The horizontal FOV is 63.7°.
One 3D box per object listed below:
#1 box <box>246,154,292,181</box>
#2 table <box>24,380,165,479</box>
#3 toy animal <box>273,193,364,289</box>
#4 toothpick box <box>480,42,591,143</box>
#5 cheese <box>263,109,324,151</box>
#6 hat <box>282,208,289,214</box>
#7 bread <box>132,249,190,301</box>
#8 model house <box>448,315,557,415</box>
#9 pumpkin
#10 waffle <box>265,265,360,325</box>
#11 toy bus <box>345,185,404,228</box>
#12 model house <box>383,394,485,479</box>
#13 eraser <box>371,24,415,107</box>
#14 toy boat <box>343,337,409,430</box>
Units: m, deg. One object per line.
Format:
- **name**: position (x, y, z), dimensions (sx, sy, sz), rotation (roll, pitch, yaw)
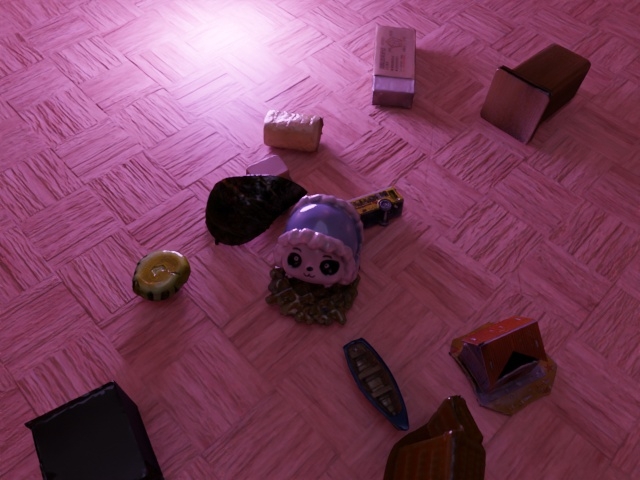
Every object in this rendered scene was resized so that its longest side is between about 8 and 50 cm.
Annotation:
- **box**: position (-0.148, -0.182, 1.446), dimensions (0.122, 0.062, 0.089), rotation (-27, 61, -18)
- **table**: position (-0.415, 0.409, 0.964), dimensions (0.172, 0.169, 0.193), rotation (-25, 61, -18)
- **toy animal**: position (0.000, 0.000, 1.214), dimensions (0.208, 0.156, 0.204), rotation (15, 45, 6)
- **toothpick box**: position (0.683, -0.478, 1.614), dimensions (0.308, 0.190, 0.187), rotation (-36, 62, -28)
- **cheese**: position (-0.081, -0.327, 1.530), dimensions (0.167, 0.094, 0.123), rotation (9, 57, 5)
- **hat**: position (-0.096, -0.090, 1.400), dimensions (0.087, 0.058, 0.042), rotation (-8, 96, -33)
- **bread**: position (-0.384, 0.086, 1.247), dimensions (0.130, 0.071, 0.139), rotation (12, 54, 3)
- **model house**: position (0.423, 0.244, 1.126), dimensions (0.219, 0.136, 0.207), rotation (-19, 56, -14)
- **pumpkin**: position (-0.184, -0.076, 1.312), dimensions (0.278, 0.111, 0.163), rotation (0, 67, 13)
- **waffle**: position (-0.019, 0.108, 1.255), dimensions (0.223, 0.054, 0.204), rotation (16, 57, 8)
- **toy bus**: position (0.110, -0.068, 1.371), dimensions (0.226, 0.081, 0.074), rotation (-20, 54, -11)
- **model house**: position (0.212, 0.404, 0.947), dimensions (0.173, 0.239, 0.268), rotation (10, 54, 10)
- **eraser**: position (0.246, -0.588, 1.732), dimensions (0.144, 0.078, 0.343), rotation (6, 56, 3)
- **toy boat**: position (0.123, 0.314, 1.111), dimensions (0.080, 0.046, 0.229), rotation (-22, 54, -18)
